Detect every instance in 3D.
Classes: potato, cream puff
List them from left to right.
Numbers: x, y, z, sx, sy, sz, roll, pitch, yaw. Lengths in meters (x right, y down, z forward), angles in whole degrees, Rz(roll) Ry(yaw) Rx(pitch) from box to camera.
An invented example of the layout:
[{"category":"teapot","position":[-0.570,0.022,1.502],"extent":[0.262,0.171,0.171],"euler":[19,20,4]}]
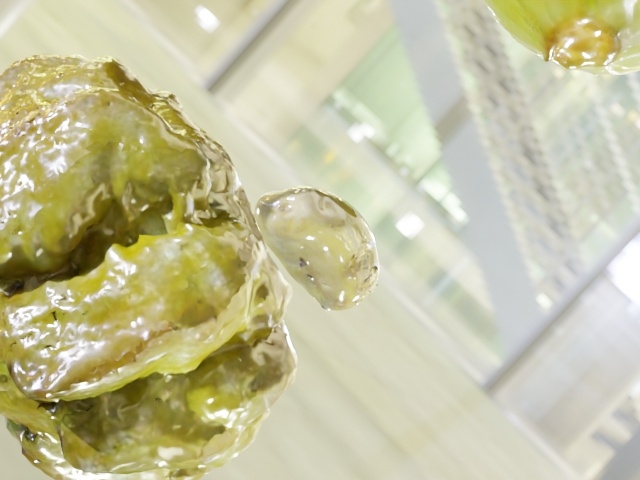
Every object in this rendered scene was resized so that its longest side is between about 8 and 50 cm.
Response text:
[{"category":"cream puff","position":[-0.118,0.024,1.048],"extent":[0.244,0.196,0.244],"euler":[47,-2,2]},{"category":"potato","position":[0.000,0.000,1.600],"extent":[0.091,0.070,0.138],"euler":[7,-37,36]}]

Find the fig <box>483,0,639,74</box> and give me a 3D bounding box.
[{"category":"fig","position":[0.290,-0.314,1.829],"extent":[0.343,0.343,0.343],"euler":[42,7,-7]}]
